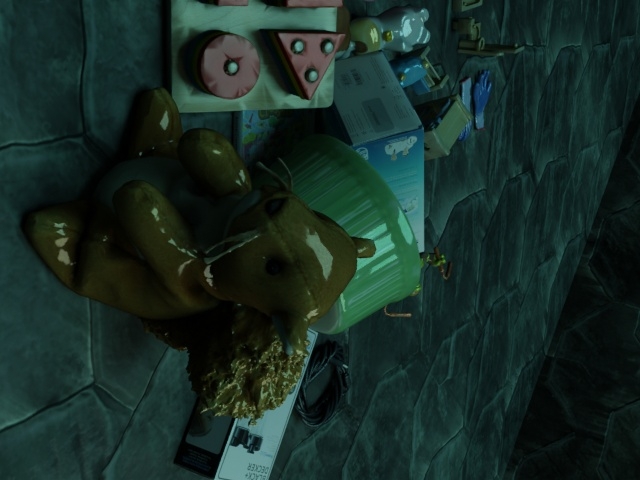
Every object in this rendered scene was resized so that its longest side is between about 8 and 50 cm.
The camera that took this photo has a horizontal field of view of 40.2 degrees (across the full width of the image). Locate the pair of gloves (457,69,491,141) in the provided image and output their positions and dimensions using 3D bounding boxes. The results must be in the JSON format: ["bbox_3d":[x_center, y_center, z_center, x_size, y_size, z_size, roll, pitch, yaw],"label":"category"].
[{"bbox_3d":[0.375,-0.331,2.142,0.198,0.023,0.159,-32,127,-51],"label":"pair of gloves"}]

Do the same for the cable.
[{"bbox_3d":[0.006,0.285,1.736,0.184,0.047,0.150,-27,123,-52],"label":"cable"}]

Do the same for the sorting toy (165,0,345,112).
[{"bbox_3d":[-0.078,-0.305,1.219,0.257,0.089,0.255,-7,109,-28],"label":"sorting toy"}]

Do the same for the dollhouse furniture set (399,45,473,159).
[{"bbox_3d":[0.193,-0.273,1.792,0.183,0.129,0.129,52,54,-24],"label":"dollhouse furniture set"}]

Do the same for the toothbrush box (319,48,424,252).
[{"bbox_3d":[0.086,-0.134,1.483,0.295,0.126,0.216,81,-8,-50],"label":"toothbrush box"}]

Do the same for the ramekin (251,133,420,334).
[{"bbox_3d":[0.000,0.000,1.370,0.148,0.303,0.303,-34,132,-23],"label":"ramekin"}]

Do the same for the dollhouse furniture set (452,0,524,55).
[{"bbox_3d":[0.385,-0.502,1.992,0.144,0.123,0.151,-32,128,-51],"label":"dollhouse furniture set"}]

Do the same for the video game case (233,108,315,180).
[{"bbox_3d":[-0.072,-0.194,1.446,0.212,0.023,0.193,-22,119,-54],"label":"video game case"}]

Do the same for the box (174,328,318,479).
[{"bbox_3d":[-0.119,0.263,1.478,0.169,0.087,0.290,39,68,-57],"label":"box"}]

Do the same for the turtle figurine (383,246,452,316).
[{"bbox_3d":[0.196,0.032,1.917,0.269,0.087,0.217,-29,118,-41],"label":"turtle figurine"}]

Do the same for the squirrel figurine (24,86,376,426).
[{"bbox_3d":[-0.110,0.040,1.128,0.281,0.370,0.397,-51,141,-37],"label":"squirrel figurine"}]

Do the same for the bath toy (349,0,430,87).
[{"bbox_3d":[0.103,-0.447,1.546,0.151,0.129,0.348,-24,122,-32],"label":"bath toy"}]

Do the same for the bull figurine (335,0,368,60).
[{"bbox_3d":[-0.023,-0.363,1.392,0.310,0.101,0.188,-32,124,-53],"label":"bull figurine"}]
